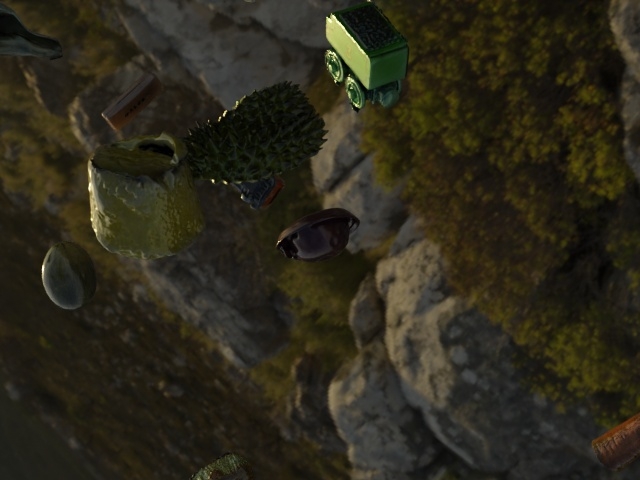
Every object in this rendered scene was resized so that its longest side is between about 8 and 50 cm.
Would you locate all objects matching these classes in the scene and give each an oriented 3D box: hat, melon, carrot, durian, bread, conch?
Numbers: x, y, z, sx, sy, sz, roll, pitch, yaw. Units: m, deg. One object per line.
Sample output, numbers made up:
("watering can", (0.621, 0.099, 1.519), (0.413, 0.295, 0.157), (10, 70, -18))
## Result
("hat", (0.000, 0.000, 2.065), (0.205, 0.205, 0.089), (-46, 60, 54))
("melon", (-0.463, 0.065, 1.637), (0.098, 0.098, 0.130), (-1, 100, 46))
("carrot", (0.480, 0.249, 1.240), (0.057, 0.057, 0.224), (45, 124, 4))
("durian", (-0.114, -0.187, 1.639), (0.169, 0.355, 0.157), (-21, 96, 49))
("bread", (-0.213, 0.554, 2.005), (0.069, 0.140, 0.128), (53, 171, 54))
("conch", (-0.537, -0.332, 1.366), (0.114, 0.234, 0.137), (52, 155, 37))
("bread", (-0.290, -0.074, 1.472), (0.197, 0.197, 0.170), (25, 133, 28))

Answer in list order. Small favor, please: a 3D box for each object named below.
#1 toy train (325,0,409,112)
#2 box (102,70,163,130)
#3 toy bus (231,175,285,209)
("toy train", (0.100, -0.417, 1.997), (0.243, 0.132, 0.188), (57, 159, 34))
("box", (-0.321, -0.239, 1.528), (0.025, 0.115, 0.048), (41, 169, 28))
("toy bus", (-0.152, -0.143, 1.789), (0.174, 0.077, 0.079), (43, 110, 19))
